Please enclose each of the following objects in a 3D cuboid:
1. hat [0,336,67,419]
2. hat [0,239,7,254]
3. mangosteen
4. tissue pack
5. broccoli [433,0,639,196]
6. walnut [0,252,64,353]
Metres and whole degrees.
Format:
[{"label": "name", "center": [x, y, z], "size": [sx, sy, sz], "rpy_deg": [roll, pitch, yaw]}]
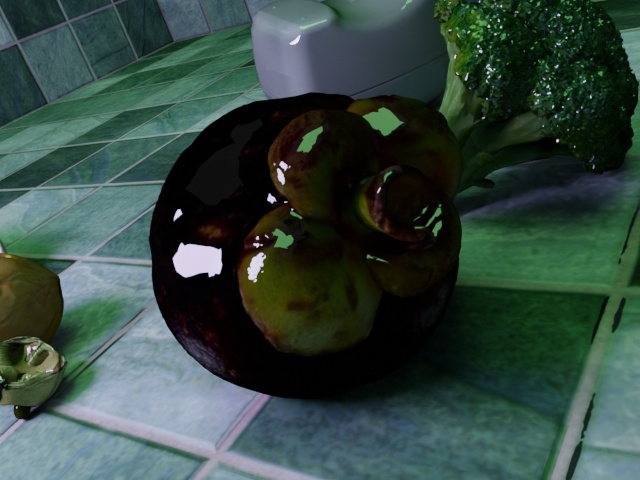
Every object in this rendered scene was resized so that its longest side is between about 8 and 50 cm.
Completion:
[{"label": "hat", "center": [-0.303, 0.139, 0.649], "size": [0.077, 0.059, 0.076], "rpy_deg": [25, 27, 30]}, {"label": "hat", "center": [-0.608, 0.053, 0.964], "size": [0.301, 0.168, 0.257], "rpy_deg": [12, 58, 9]}, {"label": "mangosteen", "center": [0.000, 0.004, 0.526], "size": [0.288, 0.233, 0.287], "rpy_deg": [-12, 21, 5]}, {"label": "tissue pack", "center": [0.070, -0.300, 1.057], "size": [0.333, 0.236, 0.229], "rpy_deg": [-28, 36, -15]}, {"label": "broccoli", "center": [0.202, -0.137, 0.690], "size": [0.269, 0.269, 0.254], "rpy_deg": [-12, 23, 15]}, {"label": "walnut", "center": [-0.376, 0.088, 0.716], "size": [0.180, 0.144, 0.144], "rpy_deg": [-38, 31, -20]}]
